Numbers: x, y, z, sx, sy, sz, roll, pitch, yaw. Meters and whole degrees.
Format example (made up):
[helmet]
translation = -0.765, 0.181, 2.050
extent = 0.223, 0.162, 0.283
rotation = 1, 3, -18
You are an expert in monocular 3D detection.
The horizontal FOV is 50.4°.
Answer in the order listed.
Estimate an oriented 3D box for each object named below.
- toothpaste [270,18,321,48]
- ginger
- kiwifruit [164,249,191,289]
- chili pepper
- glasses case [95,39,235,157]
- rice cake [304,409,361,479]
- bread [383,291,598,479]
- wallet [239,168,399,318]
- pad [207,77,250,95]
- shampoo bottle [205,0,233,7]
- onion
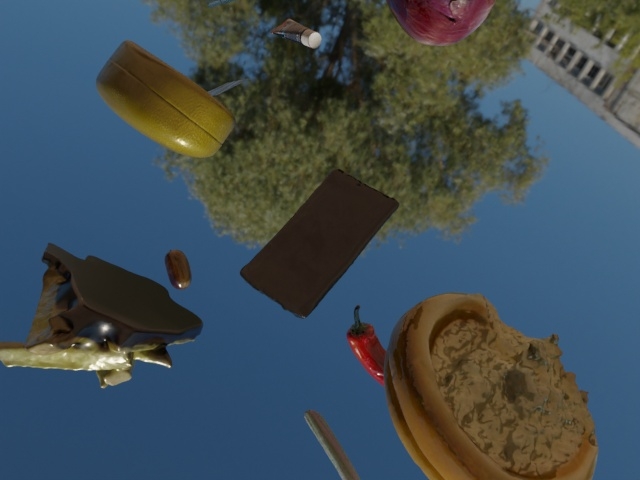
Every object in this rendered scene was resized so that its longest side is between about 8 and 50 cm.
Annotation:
[toothpaste]
translation = -0.066, -0.589, 1.920
extent = 0.071, 0.045, 0.193
rotation = -42, -137, -11
[ginger]
translation = -0.490, 0.190, 1.488
extent = 0.358, 0.211, 0.413
rotation = 38, -169, 35
[kiwifruit]
translation = -0.426, 0.086, 2.036
extent = 0.075, 0.075, 0.124
rotation = -22, -86, -50
[chili pepper]
translation = 0.185, 0.329, 1.873
extent = 0.368, 0.137, 0.092
rotation = 45, -147, -11
[glasses case]
translation = -0.333, -0.283, 1.365
extent = 0.371, 0.141, 0.173
rotation = 37, 180, 41
[rice cake]
translation = 0.031, 0.527, 1.719
extent = 0.042, 0.080, 0.222
rotation = -33, -116, -3
[bread]
translation = 0.298, 0.301, 1.246
extent = 0.329, 0.245, 0.424
rotation = -31, -109, -19
[wallet]
translation = 0.000, 0.000, 1.190
extent = 0.146, 0.030, 0.285
rotation = 34, -112, 17
[pad]
translation = -0.278, -0.431, 1.919
extent = 0.113, 0.006, 0.187
rotation = -31, -159, -21
[shampoo bottle]
translation = -0.151, -0.532, 1.421
extent = 0.190, 0.041, 0.069
rotation = -14, -177, 14
[onion]
translation = 0.195, -0.536, 1.236
extent = 0.285, 0.348, 0.348
rotation = 0, -142, -15
